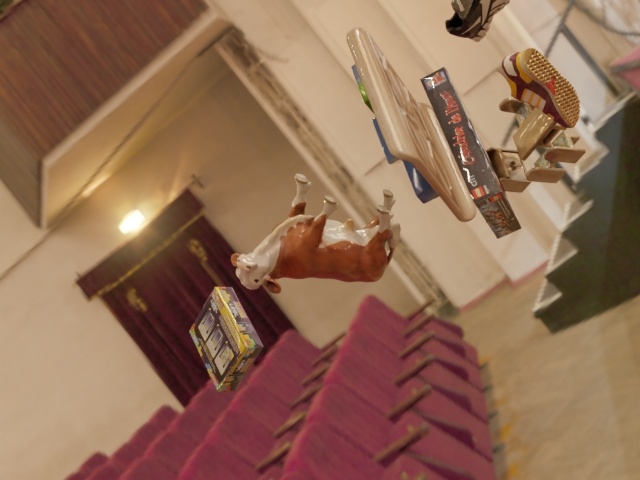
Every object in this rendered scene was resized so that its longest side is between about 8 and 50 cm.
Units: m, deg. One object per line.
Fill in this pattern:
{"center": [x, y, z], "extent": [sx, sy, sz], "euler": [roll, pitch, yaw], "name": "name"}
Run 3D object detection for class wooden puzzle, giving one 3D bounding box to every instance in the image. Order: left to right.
{"center": [0.167, -0.213, 1.699], "extent": [0.080, 0.322, 0.347], "euler": [-29, -31, 19], "name": "wooden puzzle"}

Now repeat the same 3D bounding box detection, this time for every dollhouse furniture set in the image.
{"center": [0.437, -0.221, 1.940], "extent": [0.160, 0.212, 0.242], "euler": [3, -34, -22], "name": "dollhouse furniture set"}

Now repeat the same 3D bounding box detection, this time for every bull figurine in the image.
{"center": [0.000, 0.000, 1.413], "extent": [0.310, 0.101, 0.189], "euler": [4, -56, -38], "name": "bull figurine"}

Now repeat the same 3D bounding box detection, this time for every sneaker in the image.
{"center": [0.339, -0.516, 1.842], "extent": [0.106, 0.078, 0.234], "euler": [-4, -29, -22], "name": "sneaker"}
{"center": [0.399, -0.273, 1.573], "extent": [0.083, 0.185, 0.070], "euler": [-9, 42, 53], "name": "sneaker"}

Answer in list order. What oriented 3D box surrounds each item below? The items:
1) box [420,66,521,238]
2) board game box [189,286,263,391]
{"center": [0.233, -0.133, 1.330], "extent": [0.044, 0.233, 0.159], "euler": [-25, -26, 13], "name": "box"}
{"center": [-0.198, 0.204, 1.786], "extent": [0.048, 0.170, 0.141], "euler": [5, -49, -41], "name": "board game box"}
